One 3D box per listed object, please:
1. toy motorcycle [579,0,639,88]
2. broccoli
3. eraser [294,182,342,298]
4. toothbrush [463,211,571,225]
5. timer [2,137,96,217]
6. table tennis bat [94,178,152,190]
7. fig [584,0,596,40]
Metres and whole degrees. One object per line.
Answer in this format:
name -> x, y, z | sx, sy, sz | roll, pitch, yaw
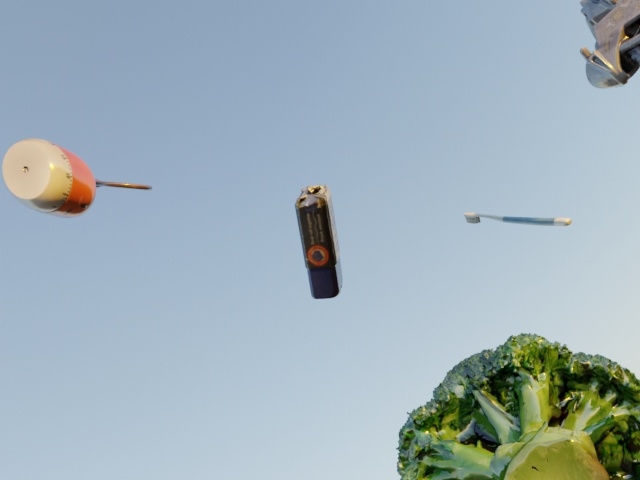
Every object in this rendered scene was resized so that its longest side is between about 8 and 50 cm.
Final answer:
toy motorcycle -> 0.392, -0.274, 0.769 | 0.080, 0.215, 0.122 | 28, -50, -24
broccoli -> 0.218, 0.245, 0.622 | 0.297, 0.297, 0.297 | -49, -23, 6
eraser -> 0.000, 0.000, 1.796 | 0.102, 0.155, 0.332 | -5, -72, 10
toothbrush -> 0.403, -0.041, 1.233 | 0.019, 0.276, 0.025 | -27, -72, -26
timer -> -0.387, -0.084, 0.867 | 0.099, 0.136, 0.136 | -39, -36, 3
table tennis bat -> -0.433, -0.166, 1.224 | 0.170, 0.107, 0.119 | 4, -88, -13
fig -> 0.569, -0.432, 1.039 | 0.207, 0.230, 0.207 | -40, -3, -3
